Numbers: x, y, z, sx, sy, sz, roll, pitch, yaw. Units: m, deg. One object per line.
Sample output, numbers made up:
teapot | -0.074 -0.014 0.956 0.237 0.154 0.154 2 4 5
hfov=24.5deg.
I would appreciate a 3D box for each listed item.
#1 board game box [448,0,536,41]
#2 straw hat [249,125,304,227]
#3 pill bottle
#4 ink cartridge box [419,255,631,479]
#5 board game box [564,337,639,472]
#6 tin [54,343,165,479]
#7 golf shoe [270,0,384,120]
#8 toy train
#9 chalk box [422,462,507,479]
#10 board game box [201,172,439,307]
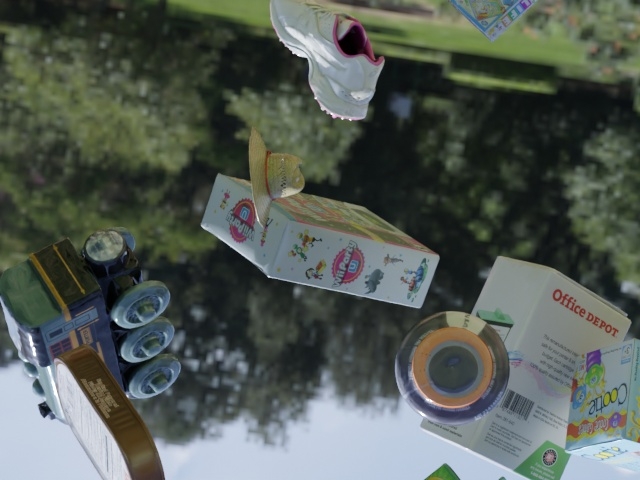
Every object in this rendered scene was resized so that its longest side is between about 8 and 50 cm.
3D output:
board game box | 0.238 -0.360 2.094 0.026 0.103 0.154 41 -171 -45
straw hat | -0.053 -0.085 1.923 0.061 0.145 0.144 -6 -177 6
pill bottle | 0.153 0.148 1.698 0.130 0.130 0.246 9 175 6
ink cartridge box | 0.295 0.189 2.104 0.201 0.278 0.117 29 173 -37
board game box | 0.496 0.248 2.026 0.275 0.142 0.144 18 159 -21
tin | -0.208 0.183 1.434 0.040 0.106 0.190 -24 -130 -23
golf shoe | 0.017 -0.346 2.473 0.115 0.140 0.306 -6 -127 -38
toy train | -0.291 0.117 1.863 0.190 0.334 0.142 -26 -122 -17
chalk box | 0.171 0.394 1.927 0.132 0.213 0.132 52 179 37
board game box | 0.000 0.000 2.300 0.303 0.098 0.224 11 -166 -37
